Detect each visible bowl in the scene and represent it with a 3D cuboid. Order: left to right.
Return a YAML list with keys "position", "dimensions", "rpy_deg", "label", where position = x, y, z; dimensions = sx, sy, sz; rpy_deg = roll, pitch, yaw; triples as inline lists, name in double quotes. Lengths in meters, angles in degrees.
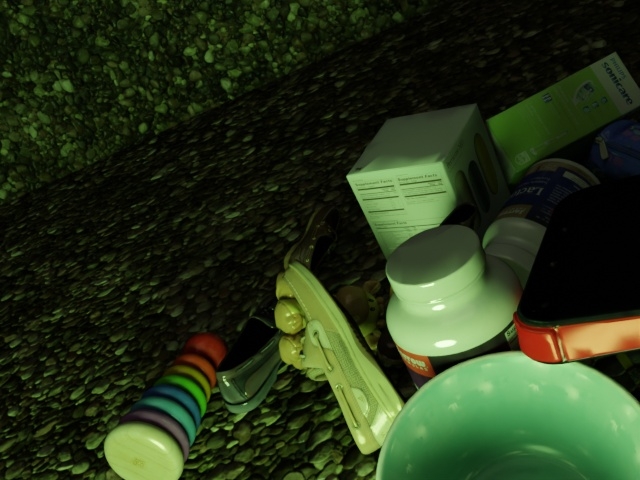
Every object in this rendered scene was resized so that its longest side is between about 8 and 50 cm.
- position: [0.233, 0.299, 0.919]
  dimensions: [0.312, 0.163, 0.311]
  rpy_deg: [-12, 46, 13]
  label: "bowl"

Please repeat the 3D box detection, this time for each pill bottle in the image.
- position: [0.202, 0.144, 1.080]
  dimensions: [0.181, 0.323, 0.181]
  rpy_deg: [-21, 28, 12]
  label: "pill bottle"
- position: [0.369, -0.009, 1.374]
  dimensions: [0.153, 0.153, 0.264]
  rpy_deg: [1, 39, 42]
  label: "pill bottle"

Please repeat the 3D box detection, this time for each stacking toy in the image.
- position: [-0.259, 0.282, 1.466]
  dimensions: [0.141, 0.141, 0.330]
  rpy_deg: [-14, 26, 23]
  label: "stacking toy"

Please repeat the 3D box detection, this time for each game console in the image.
- position: [0.424, 0.006, 0.974]
  dimensions: [0.342, 0.060, 0.386]
  rpy_deg: [-13, 22, 32]
  label: "game console"

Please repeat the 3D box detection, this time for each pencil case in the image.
- position: [0.586, -0.121, 1.394]
  dimensions: [0.119, 0.133, 0.306]
  rpy_deg: [-66, 24, 16]
  label: "pencil case"

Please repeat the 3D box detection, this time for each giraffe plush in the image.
- position: [0.028, 0.137, 1.457]
  dimensions: [0.171, 0.181, 0.210]
  rpy_deg: [-7, -2, 15]
  label: "giraffe plush"

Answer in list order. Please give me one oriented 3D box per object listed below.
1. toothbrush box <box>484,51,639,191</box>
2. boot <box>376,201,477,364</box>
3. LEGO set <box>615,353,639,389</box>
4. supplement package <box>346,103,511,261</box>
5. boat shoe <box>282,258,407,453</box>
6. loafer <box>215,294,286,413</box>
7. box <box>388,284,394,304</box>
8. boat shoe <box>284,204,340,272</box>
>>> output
- position: [0.460, -0.220, 1.585]
  dimensions: [0.283, 0.122, 0.206]
  rpy_deg: [-27, -11, -1]
  label: "toothbrush box"
- position: [0.176, 0.070, 1.343]
  dimensions: [0.090, 0.207, 0.248]
  rpy_deg: [30, 56, 32]
  label: "boot"
- position: [0.483, 0.079, 1.030]
  dimensions: [0.255, 0.192, 0.331]
  rpy_deg: [-19, 35, 31]
  label: "LEGO set"
- position: [0.217, -0.081, 1.509]
  dimensions: [0.198, 0.262, 0.199]
  rpy_deg: [-5, 36, 37]
  label: "supplement package"
- position: [0.017, 0.175, 1.286]
  dimensions: [0.110, 0.121, 0.341]
  rpy_deg: [-36, 59, 2]
  label: "boat shoe"
- position: [-0.110, 0.186, 1.523]
  dimensions: [0.109, 0.095, 0.302]
  rpy_deg: [-10, 32, 29]
  label: "loafer"
- position: [0.156, 0.089, 1.445]
  dimensions: [0.028, 0.136, 0.081]
  rpy_deg: [36, 67, 22]
  label: "box"
- position: [0.000, 0.000, 1.772]
  dimensions: [0.073, 0.073, 0.207]
  rpy_deg: [-1, 45, 38]
  label: "boat shoe"
